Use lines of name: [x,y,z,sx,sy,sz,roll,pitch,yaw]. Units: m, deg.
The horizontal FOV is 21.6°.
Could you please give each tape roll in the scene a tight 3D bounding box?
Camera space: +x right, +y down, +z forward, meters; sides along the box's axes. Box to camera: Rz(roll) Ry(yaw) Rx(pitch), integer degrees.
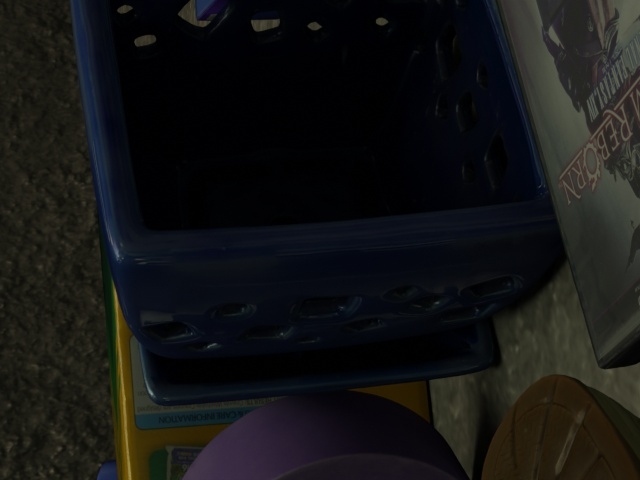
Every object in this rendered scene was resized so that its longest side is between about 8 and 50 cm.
tape roll: [0.007,0.188,0.976,0.080,0.189,0.189,-119,29,-65]

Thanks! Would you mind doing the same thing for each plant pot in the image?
plant pot: [-0.010,-0.041,0.935,0.212,0.236,0.236,96,165,-58]

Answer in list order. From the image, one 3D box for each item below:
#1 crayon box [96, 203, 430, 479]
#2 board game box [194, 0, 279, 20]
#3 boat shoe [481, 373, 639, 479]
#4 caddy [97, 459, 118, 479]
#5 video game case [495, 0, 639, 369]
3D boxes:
crayon box: [-0.036,0.106,1.116,0.083,0.203,0.323,128,137,-72]
board game box: [-0.043,-0.318,1.342,0.347,0.078,0.233,174,93,-77]
boat shoe: [0.151,0.159,0.609,0.104,0.089,0.285,-55,34,27]
caddy: [-0.058,0.229,1.303,0.241,0.179,0.341,-84,-8,-47]
video game case: [0.125,-0.104,0.714,0.196,0.026,0.274,117,144,-66]
